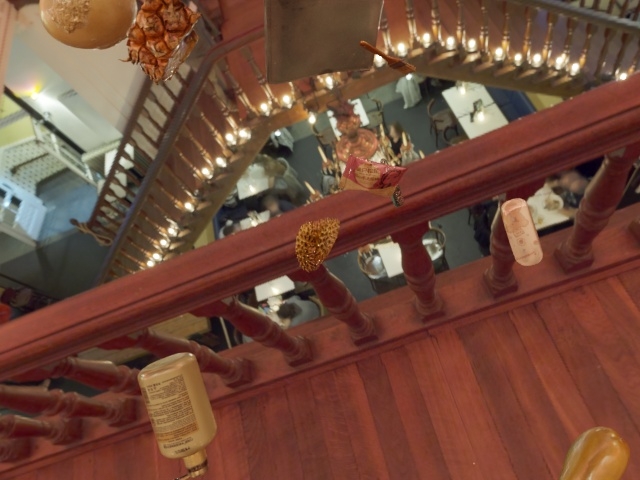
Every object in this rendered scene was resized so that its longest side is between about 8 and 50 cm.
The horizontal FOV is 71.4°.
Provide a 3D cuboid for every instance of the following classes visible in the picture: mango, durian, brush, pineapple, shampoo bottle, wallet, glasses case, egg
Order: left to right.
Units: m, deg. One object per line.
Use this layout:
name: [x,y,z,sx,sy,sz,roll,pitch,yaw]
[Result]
egg: [-0.502,-0.501,0.970,0.201,0.164,0.164,-29,58,-14]
pineapple: [-0.267,-0.326,0.749,0.135,0.079,0.233,-47,15,-5]
shampoo bottle: [-0.187,0.240,0.604,0.079,0.079,0.162,-17,91,10]
durian: [0.000,0.000,1.587,0.144,0.139,0.252,1,54,14]
wallet: [0.013,-0.478,1.011,0.290,0.251,0.054,-20,62,-14]
brush: [0.157,-0.434,1.057,0.043,0.170,0.014,2,80,55]
brush: [0.270,-0.218,1.666,0.043,0.032,0.193,-24,98,-26]
glasses case: [0.597,-0.024,1.322,0.081,0.051,0.204,-18,93,34]
mango: [0.710,0.606,1.179,0.251,0.156,0.114,-42,84,-14]

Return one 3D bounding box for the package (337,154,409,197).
package: [0.069,-0.082,0.584,0.083,0.059,0.029,7,49,-16]
